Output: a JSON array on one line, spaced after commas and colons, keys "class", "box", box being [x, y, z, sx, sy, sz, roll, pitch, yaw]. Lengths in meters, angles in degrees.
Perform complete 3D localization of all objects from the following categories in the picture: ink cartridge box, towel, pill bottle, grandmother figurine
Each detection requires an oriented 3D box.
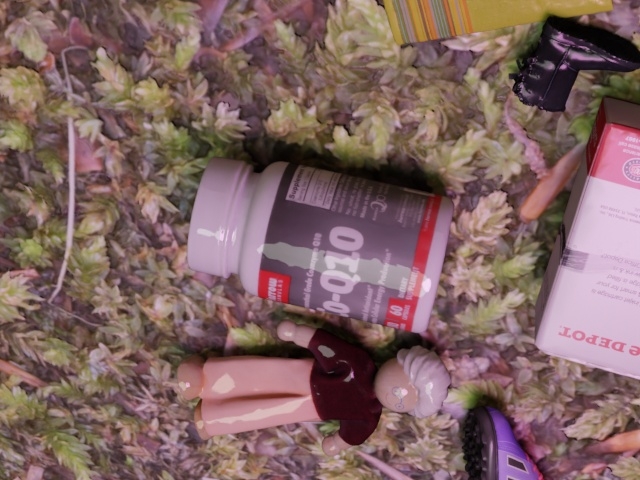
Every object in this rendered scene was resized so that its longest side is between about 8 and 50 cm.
[{"class": "ink cartridge box", "box": [0.363, 0.006, 1.465, 0.197, 0.114, 0.272, 15, 113, 3]}, {"class": "towel", "box": [0.181, -0.269, 1.414, 0.237, 0.021, 0.102, -7, 126, 16]}, {"class": "pill bottle", "box": [0.000, 0.000, 1.542, 0.283, 0.161, 0.161, 12, 124, 5]}, {"class": "grandmother figurine", "box": [0.001, 0.194, 1.710, 0.342, 0.104, 0.208, -8, 129, 20]}]

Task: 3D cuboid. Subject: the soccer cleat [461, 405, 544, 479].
[{"class": "soccer cleat", "box": [0.259, 0.338, 1.754, 0.116, 0.108, 0.318, -14, 119, -3]}]

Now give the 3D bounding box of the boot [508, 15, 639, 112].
[{"class": "boot", "box": [0.269, -0.179, 1.436, 0.121, 0.045, 0.099, 18, 130, -6]}]
